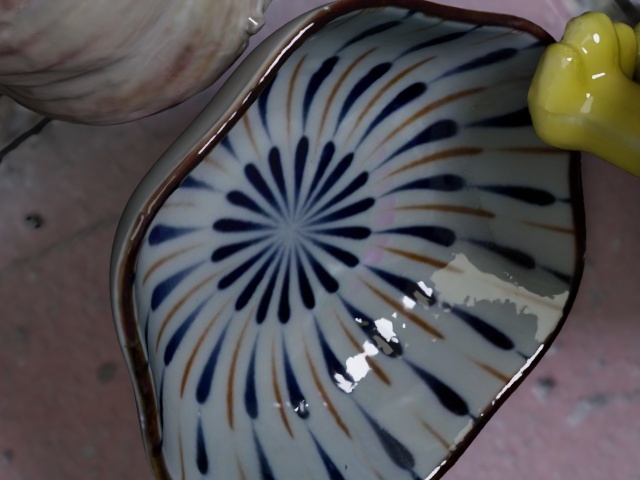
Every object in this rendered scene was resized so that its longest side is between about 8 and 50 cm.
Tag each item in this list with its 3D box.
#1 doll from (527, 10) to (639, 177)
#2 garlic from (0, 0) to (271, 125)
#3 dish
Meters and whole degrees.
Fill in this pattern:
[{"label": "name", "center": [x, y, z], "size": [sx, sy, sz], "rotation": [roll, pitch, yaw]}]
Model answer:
[{"label": "doll", "center": [0.201, -0.022, 0.511], "size": [0.296, 0.141, 0.117], "rotation": [6, 102, 42]}, {"label": "garlic", "center": [-0.116, -0.134, 0.584], "size": [0.212, 0.219, 0.218], "rotation": [-12, 95, 37]}, {"label": "dish", "center": [0.000, 0.000, 0.599], "size": [0.066, 0.191, 0.190], "rotation": [32, 102, 47]}]
